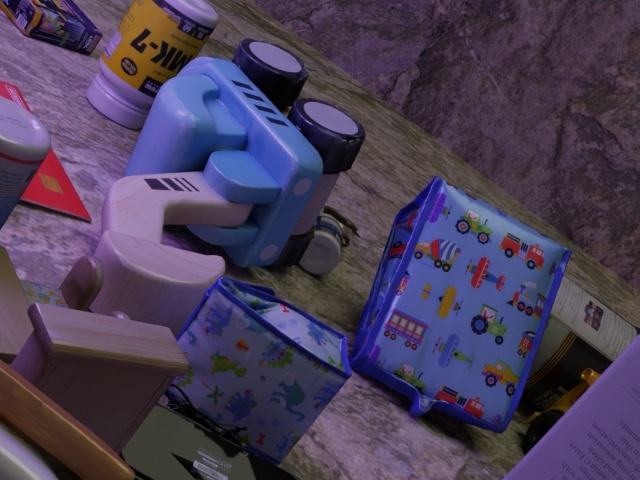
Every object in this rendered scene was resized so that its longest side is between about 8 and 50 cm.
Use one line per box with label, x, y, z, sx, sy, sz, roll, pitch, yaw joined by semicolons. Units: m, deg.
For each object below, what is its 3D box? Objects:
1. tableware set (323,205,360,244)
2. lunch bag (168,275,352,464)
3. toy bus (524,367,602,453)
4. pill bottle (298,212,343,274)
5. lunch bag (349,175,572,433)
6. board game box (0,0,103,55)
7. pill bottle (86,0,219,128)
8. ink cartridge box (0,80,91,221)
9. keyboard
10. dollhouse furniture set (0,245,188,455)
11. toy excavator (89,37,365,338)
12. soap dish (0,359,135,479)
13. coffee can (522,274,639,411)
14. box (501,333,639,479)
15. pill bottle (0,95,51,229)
tableware set;-0.003;-0.049;1.525;0.168;0.020;0.141;35;-6;9
lunch bag;-0.067;0.119;0.894;0.151;0.129;0.096;30;18;-16
toy bus;0.412;0.278;1.271;0.149;0.211;0.220;32;20;-22
pill bottle;0.000;0.000;1.408;0.067;0.067;0.120;35;18;-8
lunch bag;0.180;0.102;1.242;0.221;0.138;0.293;28;60;-9
board game box;-0.457;-0.382;1.520;0.170;0.048;0.141;47;21;26
pill bottle;-0.253;-0.277;1.384;0.119;0.208;0.119;33;18;-12
ink cartridge box;-0.401;-0.159;1.053;0.261;0.066;0.296;15;29;-47
keyboard;-0.101;0.198;0.817;0.192;0.038;0.100;33;42;-16
dollhouse furniture set;-0.225;0.060;0.689;0.212;0.161;0.242;17;27;-46
toy excavator;-0.148;-0.065;1.144;0.445;0.222;0.433;-4;43;-44
soap dish;-0.263;0.105;0.439;0.291;0.229;0.118;38;1;2
coffee can;0.344;0.144;1.481;0.275;0.201;0.201;36;18;-3
box;0.252;0.253;0.810;0.168;0.345;0.215;47;20;25
pill bottle;-0.304;-0.042;0.793;0.087;0.160;0.087;33;18;-12
